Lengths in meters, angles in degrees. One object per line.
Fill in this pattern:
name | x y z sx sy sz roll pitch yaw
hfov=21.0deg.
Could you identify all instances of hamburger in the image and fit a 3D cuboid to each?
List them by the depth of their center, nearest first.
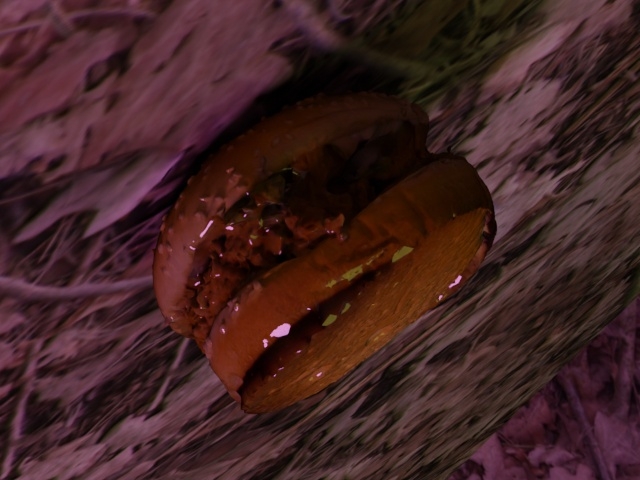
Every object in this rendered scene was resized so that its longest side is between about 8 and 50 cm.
hamburger | 0.005 -0.001 0.907 0.191 0.118 0.182 -26 164 -28
